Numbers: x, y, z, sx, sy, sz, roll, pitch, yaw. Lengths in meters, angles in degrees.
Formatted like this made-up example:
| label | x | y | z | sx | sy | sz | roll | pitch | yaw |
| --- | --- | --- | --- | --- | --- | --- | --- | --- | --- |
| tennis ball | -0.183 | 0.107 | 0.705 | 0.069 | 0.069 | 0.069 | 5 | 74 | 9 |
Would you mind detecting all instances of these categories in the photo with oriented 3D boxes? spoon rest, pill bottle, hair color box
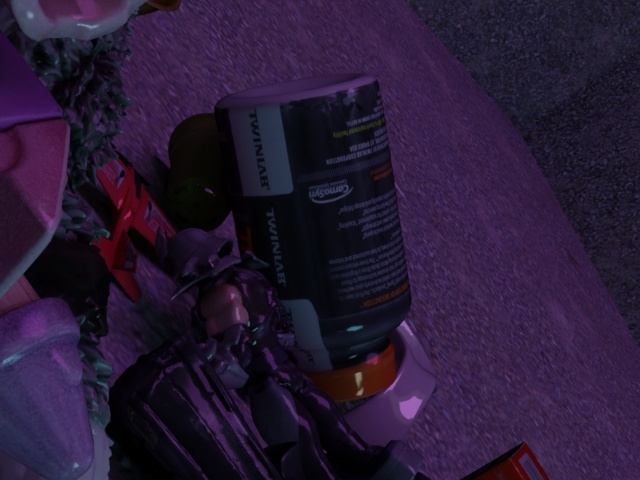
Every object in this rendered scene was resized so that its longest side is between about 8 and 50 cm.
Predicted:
| label | x | y | z | sx | sy | sz | roll | pitch | yaw |
| --- | --- | --- | --- | --- | --- | --- | --- | --- | --- |
| spoon rest | 0.061 | 0.109 | 1.195 | 0.137 | 0.084 | 0.276 | 52 | 17 | -13 |
| pill bottle | 0.000 | 0.000 | 1.046 | 0.130 | 0.130 | 0.245 | -51 | 133 | -74 |
| hair color box | 0.100 | 0.208 | 1.002 | 0.043 | 0.141 | 0.072 | 58 | 16 | 9 |

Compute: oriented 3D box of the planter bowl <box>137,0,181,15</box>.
| label | x | y | z | sx | sy | sz | roll | pitch | yaw |
| --- | --- | --- | --- | --- | --- | --- | --- | --- | --- |
| planter bowl | -0.215 | -0.249 | 1.084 | 0.217 | 0.090 | 0.217 | 49 | 17 | -20 |

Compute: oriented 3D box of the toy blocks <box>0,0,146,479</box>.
| label | x | y | z | sx | sy | sz | roll | pitch | yaw |
| --- | --- | --- | --- | --- | --- | --- | --- | --- | --- |
| toy blocks | -0.128 | -0.040 | 0.443 | 0.260 | 0.288 | 0.309 | 53 | 31 | 12 |

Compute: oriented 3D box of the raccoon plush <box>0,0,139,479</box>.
| label | x | y | z | sx | sy | sz | roll | pitch | yaw |
| --- | --- | --- | --- | --- | --- | --- | --- | --- | --- |
| raccoon plush | -0.187 | -0.057 | 0.769 | 0.299 | 0.216 | 0.446 | 46 | 42 | -79 |

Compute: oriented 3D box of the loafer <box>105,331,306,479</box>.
| label | x | y | z | sx | sy | sz | roll | pitch | yaw |
| --- | --- | --- | --- | --- | --- | --- | --- | --- | --- |
| loafer | -0.036 | 0.153 | 0.801 | 0.223 | 0.078 | 0.076 | 51 | -25 | -11 |

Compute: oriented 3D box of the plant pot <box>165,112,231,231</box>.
| label | x | y | z | sx | sy | sz | roll | pitch | yaw |
| --- | --- | --- | --- | --- | --- | --- | --- | --- | --- |
| plant pot | -0.093 | -0.048 | 1.088 | 0.083 | 0.083 | 0.079 | 49 | 30 | -23 |

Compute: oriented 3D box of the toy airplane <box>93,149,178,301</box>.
| label | x | y | z | sx | sy | sz | roll | pitch | yaw |
| --- | --- | --- | --- | --- | --- | --- | --- | --- | --- |
| toy airplane | -0.139 | -0.014 | 0.953 | 0.151 | 0.028 | 0.151 | 57 | 14 | -22 |

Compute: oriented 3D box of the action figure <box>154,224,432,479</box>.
| label | x | y | z | sx | sy | sz | roll | pitch | yaw |
| --- | --- | --- | --- | --- | --- | --- | --- | --- | --- |
| action figure | -0.031 | 0.105 | 0.913 | 0.285 | 0.099 | 0.185 | 55 | 20 | 5 |
